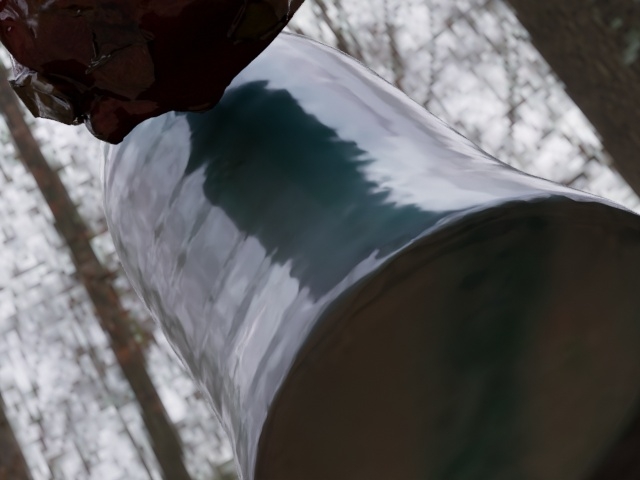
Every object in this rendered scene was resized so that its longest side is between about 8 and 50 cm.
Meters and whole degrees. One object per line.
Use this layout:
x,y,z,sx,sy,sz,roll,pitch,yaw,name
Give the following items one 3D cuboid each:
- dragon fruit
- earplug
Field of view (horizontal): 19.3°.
-0.035,-0.149,0.733,0.246,0.125,0.125,-47,3,-15,dragon fruit
0.000,0.000,0.787,0.185,0.324,0.185,-11,-60,-20,earplug
